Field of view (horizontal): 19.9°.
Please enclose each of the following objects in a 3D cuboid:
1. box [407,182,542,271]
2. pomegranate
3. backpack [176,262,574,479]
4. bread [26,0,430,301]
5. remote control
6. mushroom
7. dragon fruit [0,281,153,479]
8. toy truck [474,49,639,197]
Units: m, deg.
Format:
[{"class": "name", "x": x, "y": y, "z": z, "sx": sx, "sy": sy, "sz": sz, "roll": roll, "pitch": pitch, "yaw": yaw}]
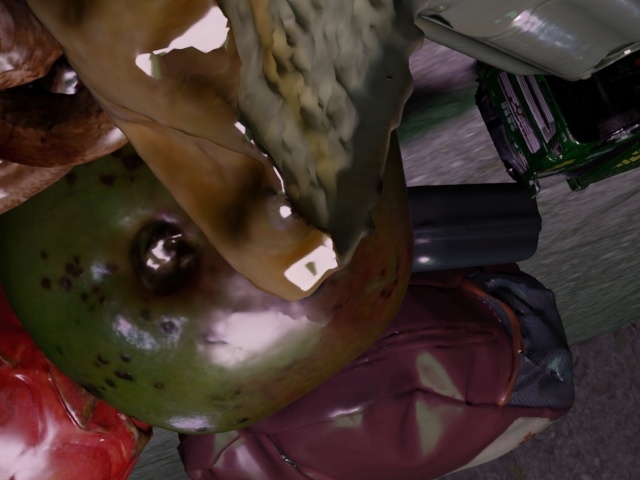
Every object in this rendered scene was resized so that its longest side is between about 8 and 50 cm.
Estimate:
[{"class": "box", "x": 0.000, "y": 0.000, "z": 1.085, "sx": 0.230, "sy": 0.050, "sz": 0.160, "roll": -6, "pitch": 179, "yaw": 30}, {"class": "pomegranate", "x": -0.041, "y": -0.020, "z": 0.786, "sx": 0.181, "sy": 0.181, "sz": 0.224, "roll": -27, "pitch": -172, "yaw": 22}, {"class": "backpack", "x": 0.020, "y": 0.107, "z": 1.453, "sx": 0.283, "sy": 0.197, "sz": 0.317, "roll": -27, "pitch": 164, "yaw": 29}, {"class": "bread", "x": -0.031, "y": -0.103, "z": 0.351, "sx": 0.088, "sy": 0.128, "sz": 0.232, "roll": 10, "pitch": 144, "yaw": 27}, {"class": "remote control", "x": 0.094, "y": -0.122, "z": 0.802, "sx": 0.128, "sy": 0.066, "sz": 0.335, "roll": -24, "pitch": 169, "yaw": 20}, {"class": "mushroom", "x": -0.119, "y": -0.055, "z": 0.629, "sx": 0.170, "sy": 0.080, "sz": 0.135, "roll": -14, "pitch": 169, "yaw": 22}, {"class": "dragon fruit", "x": -0.182, "y": 0.086, "z": 1.009, "sx": 0.209, "sy": 0.172, "sz": 0.172, "roll": -22, "pitch": 170, "yaw": -2}, {"class": "toy truck", "x": 0.209, "y": -0.101, "z": 1.092, "sx": 0.259, "sy": 0.088, "sz": 0.121, "roll": -18, "pitch": 169, "yaw": -30}]
